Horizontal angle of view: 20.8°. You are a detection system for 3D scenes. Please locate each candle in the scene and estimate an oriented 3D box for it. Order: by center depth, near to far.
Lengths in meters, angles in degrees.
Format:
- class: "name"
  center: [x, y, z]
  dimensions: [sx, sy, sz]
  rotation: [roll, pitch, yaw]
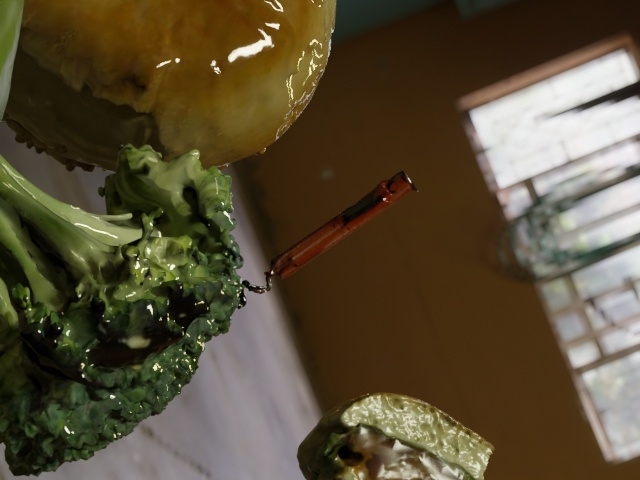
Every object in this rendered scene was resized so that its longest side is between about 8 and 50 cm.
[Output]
- class: "candle"
  center: [-0.001, -0.001, 1.348]
  dimensions: [0.021, 0.167, 0.026]
  rotation: [58, 6, 16]

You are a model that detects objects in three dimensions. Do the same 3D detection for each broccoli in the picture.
- class: "broccoli"
  center: [-0.184, 0.022, 1.263]
  dimensions: [0.243, 0.263, 0.247]
  rotation: [45, 2, 4]

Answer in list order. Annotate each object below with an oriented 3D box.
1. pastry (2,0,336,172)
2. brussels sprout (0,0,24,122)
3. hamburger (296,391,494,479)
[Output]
- class: "pastry"
  center: [-0.181, -0.241, 1.720]
  dimensions: [0.245, 0.409, 0.409]
  rotation: [119, -47, -64]
- class: "brussels sprout"
  center: [-0.324, -0.102, 0.722]
  dimensions: [0.342, 0.425, 0.361]
  rotation: [20, -52, 47]
- class: "hamburger"
  center: [0.049, 0.206, 1.559]
  dimensions: [0.155, 0.135, 0.207]
  rotation: [40, -17, -4]
